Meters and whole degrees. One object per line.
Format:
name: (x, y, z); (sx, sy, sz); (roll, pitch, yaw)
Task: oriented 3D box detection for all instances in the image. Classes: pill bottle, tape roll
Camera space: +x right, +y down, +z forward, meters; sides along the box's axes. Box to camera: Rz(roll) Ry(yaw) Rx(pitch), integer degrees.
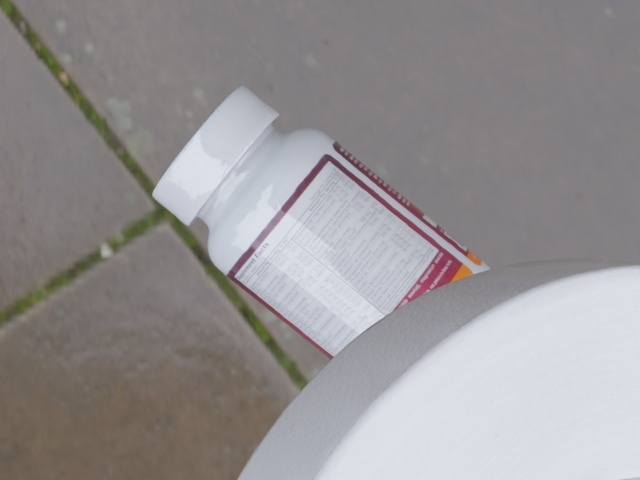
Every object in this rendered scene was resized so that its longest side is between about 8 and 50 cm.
pill bottle: (0.000, 0.000, 1.263); (0.221, 0.121, 0.121); (39, 105, -1)
tape roll: (0.123, 0.200, 0.792); (0.392, 0.072, 0.392); (-1, 93, -25)
